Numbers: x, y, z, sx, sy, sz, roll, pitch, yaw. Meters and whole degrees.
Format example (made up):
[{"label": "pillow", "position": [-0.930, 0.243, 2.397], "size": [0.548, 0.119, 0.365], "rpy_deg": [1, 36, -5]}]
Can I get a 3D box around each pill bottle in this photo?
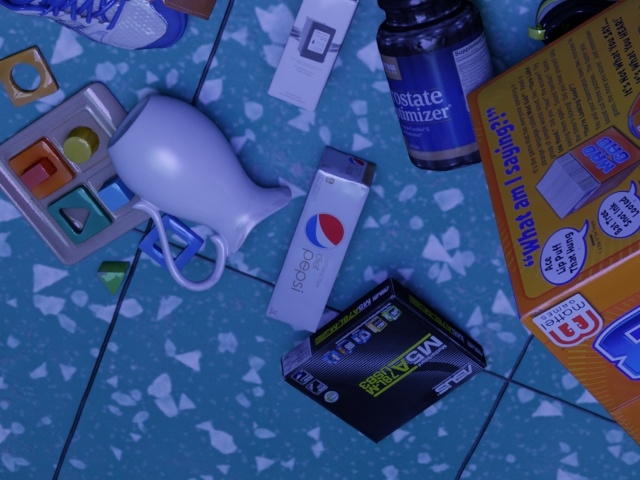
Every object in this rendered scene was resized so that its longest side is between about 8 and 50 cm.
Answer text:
[{"label": "pill bottle", "position": [0.133, -0.200, 1.863], "size": [0.122, 0.123, 0.219], "rpy_deg": [-12, 113, 14]}]

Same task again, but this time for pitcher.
[{"label": "pitcher", "position": [-0.165, -0.058, 1.959], "size": [0.207, 0.125, 0.178], "rpy_deg": [40, 77, -16]}]

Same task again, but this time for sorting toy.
[{"label": "sorting toy", "position": [-0.298, -0.076, 2.029], "size": [0.196, 0.047, 0.348], "rpy_deg": [-31, 107, 21]}]

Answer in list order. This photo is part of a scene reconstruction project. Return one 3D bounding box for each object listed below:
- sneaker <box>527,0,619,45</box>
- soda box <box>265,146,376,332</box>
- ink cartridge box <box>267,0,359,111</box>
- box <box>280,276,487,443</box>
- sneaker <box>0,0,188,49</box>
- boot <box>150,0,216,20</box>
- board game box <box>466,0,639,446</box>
[{"label": "sneaker", "position": [0.350, -0.228, 1.831], "size": [0.234, 0.097, 0.084], "rpy_deg": [0, 116, 8]}, {"label": "soda box", "position": [0.000, 0.000, 2.007], "size": [0.069, 0.074, 0.216], "rpy_deg": [19, 117, -1]}, {"label": "ink cartridge box", "position": [0.004, -0.250, 1.868], "size": [0.060, 0.104, 0.180], "rpy_deg": [22, 116, -1]}, {"label": "box", "position": [0.079, 0.153, 2.058], "size": [0.190, 0.045, 0.184], "rpy_deg": [-37, 123, 22]}, {"label": "sneaker", "position": [-0.301, -0.282, 1.884], "size": [0.296, 0.131, 0.112], "rpy_deg": [21, 115, -4]}, {"label": "boot", "position": [-0.205, -0.385, 1.822], "size": [0.283, 0.109, 0.220], "rpy_deg": [19, 105, -16]}, {"label": "board game box", "position": [0.416, -0.029, 1.722], "size": [0.356, 0.357, 0.356], "rpy_deg": [-31, 129, 21]}]
